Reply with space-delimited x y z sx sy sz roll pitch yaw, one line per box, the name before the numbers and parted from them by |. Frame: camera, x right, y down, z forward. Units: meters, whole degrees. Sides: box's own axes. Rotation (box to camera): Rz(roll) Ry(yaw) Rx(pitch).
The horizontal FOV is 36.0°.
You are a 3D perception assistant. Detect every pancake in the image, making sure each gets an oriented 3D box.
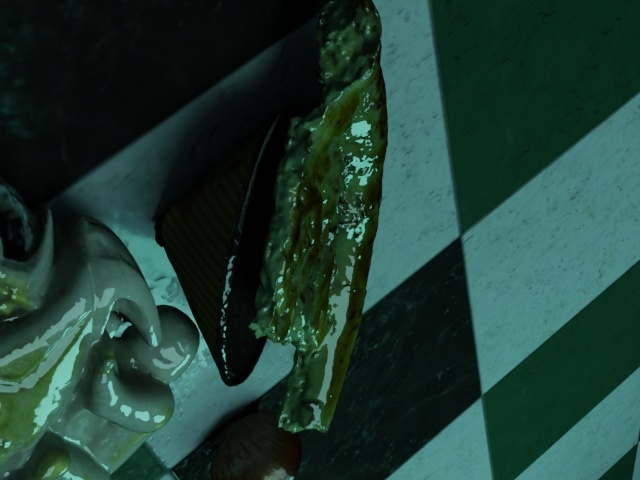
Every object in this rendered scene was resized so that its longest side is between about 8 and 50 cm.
pancake | 0.005 0.001 0.692 0.197 0.054 0.376 -58 158 -43

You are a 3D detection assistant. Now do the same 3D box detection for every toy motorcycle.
toy motorcycle | -0.183 0.104 0.620 0.223 0.108 0.340 -5 122 -38

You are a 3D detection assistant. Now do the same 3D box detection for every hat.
hat | -0.072 -0.003 0.665 0.193 0.082 0.193 11 90 -81

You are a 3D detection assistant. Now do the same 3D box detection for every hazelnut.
hazelnut | -0.059 0.194 0.887 0.086 0.086 0.086 -29 143 -25
